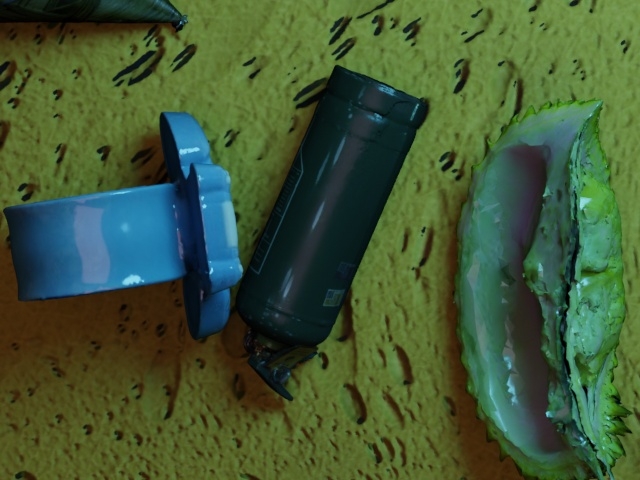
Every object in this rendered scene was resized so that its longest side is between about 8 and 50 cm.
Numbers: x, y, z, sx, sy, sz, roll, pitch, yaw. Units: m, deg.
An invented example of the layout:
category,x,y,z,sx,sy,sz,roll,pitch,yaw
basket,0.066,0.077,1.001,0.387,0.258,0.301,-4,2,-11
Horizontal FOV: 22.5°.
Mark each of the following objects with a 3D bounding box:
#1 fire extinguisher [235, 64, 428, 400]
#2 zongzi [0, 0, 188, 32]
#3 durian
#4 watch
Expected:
category,x,y,z,sx,sy,sz,roll,pitch,yaw
fire extinguisher,0.000,0.000,1.471,0.095,0.114,0.311,31,100,40
zongzi,-0.278,-0.231,1.478,0.221,0.242,0.112,-17,56,36
durian,0.195,0.048,1.417,0.158,0.169,0.352,-1,98,5
watch,-0.180,-0.004,1.437,0.193,0.211,0.211,-9,97,-11
